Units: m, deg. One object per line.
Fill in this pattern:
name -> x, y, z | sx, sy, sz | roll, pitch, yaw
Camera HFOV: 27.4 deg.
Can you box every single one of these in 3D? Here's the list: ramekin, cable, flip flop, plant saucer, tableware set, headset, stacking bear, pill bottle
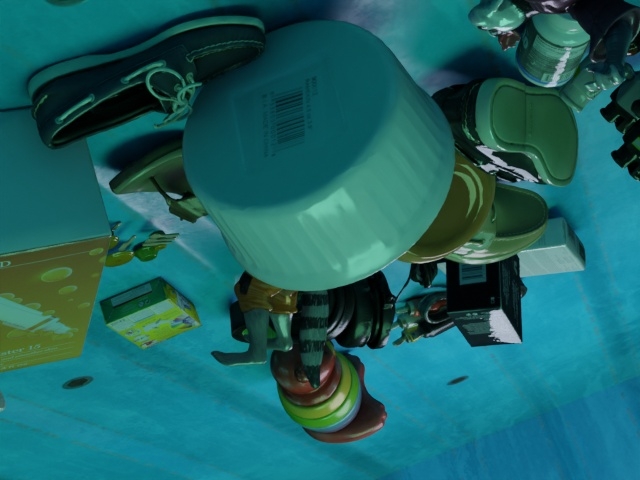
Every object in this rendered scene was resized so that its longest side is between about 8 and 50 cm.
ramekin -> -0.011, -0.098, 1.378 | 0.277, 0.277, 0.135 | -24, 142, 12
cable -> 0.258, 0.107, 2.441 | 0.287, 0.072, 0.139 | -24, 145, -22
flip flop -> -0.140, -0.060, 1.614 | 0.112, 0.080, 0.277 | -31, 156, 27
plant saucer -> 0.156, -0.053, 1.799 | 0.200, 0.037, 0.200 | -12, 122, -19
tableware set -> -0.272, 0.007, 1.746 | 0.154, 0.024, 0.104 | -5, 158, -36
headset -> 0.026, 0.076, 2.073 | 0.394, 0.185, 0.243 | -18, 161, 42
stacking bear -> -0.007, 0.257, 2.413 | 0.164, 0.175, 0.289 | -28, 149, 2
pill bottle -> 0.279, -0.245, 1.533 | 0.078, 0.078, 0.137 | -15, 158, -12

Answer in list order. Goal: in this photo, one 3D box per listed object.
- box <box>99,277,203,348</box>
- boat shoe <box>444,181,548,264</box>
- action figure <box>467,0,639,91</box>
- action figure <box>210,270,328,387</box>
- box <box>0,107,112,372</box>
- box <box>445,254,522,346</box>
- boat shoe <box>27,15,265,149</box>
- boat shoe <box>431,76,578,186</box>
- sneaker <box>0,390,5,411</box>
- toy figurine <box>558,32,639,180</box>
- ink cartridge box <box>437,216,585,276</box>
box -> -0.252, 0.115, 1.996 | 0.105, 0.043, 0.179 | -22, 156, 5
boat shoe -> 0.205, -0.037, 1.912 | 0.341, 0.122, 0.110 | -6, 156, -29
action figure -> 0.250, -0.312, 1.299 | 0.276, 0.248, 0.370 | -57, -171, -24
action figure -> 0.000, 0.000, 1.651 | 0.330, 0.178, 0.341 | -66, 159, 6
box -> -0.375, 0.017, 1.476 | 0.215, 0.168, 0.345 | -11, 157, -21
box -> 0.266, 0.073, 2.128 | 0.093, 0.156, 0.158 | -8, 152, 20
boat shoe -> -0.171, -0.161, 1.343 | 0.254, 0.079, 0.095 | -17, 158, -8
boat shoe -> 0.241, -0.140, 1.720 | 0.113, 0.127, 0.340 | 2, 180, 30
sneaker -> -0.564, 0.249, 2.021 | 0.084, 0.058, 0.152 | -34, 151, 19
toy figurine -> 0.431, -0.174, 1.666 | 0.213, 0.209, 0.148 | 16, 123, -47
ink cartridge box -> 0.333, 0.022, 2.295 | 0.232, 0.066, 0.189 | -4, 165, 20
